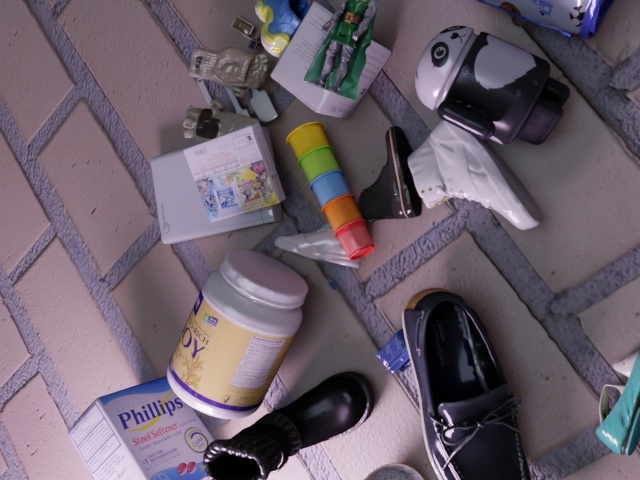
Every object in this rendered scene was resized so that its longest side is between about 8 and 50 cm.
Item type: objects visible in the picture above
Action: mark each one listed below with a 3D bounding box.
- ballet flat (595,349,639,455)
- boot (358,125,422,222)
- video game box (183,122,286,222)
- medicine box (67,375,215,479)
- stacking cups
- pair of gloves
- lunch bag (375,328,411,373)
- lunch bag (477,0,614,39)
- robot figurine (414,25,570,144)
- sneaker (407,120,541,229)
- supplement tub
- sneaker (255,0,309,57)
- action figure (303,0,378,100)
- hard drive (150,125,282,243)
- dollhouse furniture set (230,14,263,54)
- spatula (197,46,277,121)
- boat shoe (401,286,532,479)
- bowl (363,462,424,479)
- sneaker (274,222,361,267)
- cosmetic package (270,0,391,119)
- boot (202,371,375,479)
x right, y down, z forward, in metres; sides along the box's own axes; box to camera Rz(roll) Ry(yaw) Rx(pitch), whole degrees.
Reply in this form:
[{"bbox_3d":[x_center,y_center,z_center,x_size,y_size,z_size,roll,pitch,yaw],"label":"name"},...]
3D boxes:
[{"bbox_3d":[0.564,0.266,1.189,0.087,0.083,0.247,27,103,40],"label":"ballet flat"},{"bbox_3d":[0.131,-0.137,1.415,0.137,0.077,0.197,-11,85,34],"label":"boot"},{"bbox_3d":[-0.201,-0.155,1.529,0.205,0.048,0.187,-13,99,28],"label":"video game box"},{"bbox_3d":[-0.424,0.516,1.631,0.149,0.263,0.289,-46,72,22],"label":"medicine box"},{"bbox_3d":[0.030,-0.107,1.447,0.096,0.096,0.316,-33,74,26],"label":"stacking cups"},{"bbox_3d":[-0.226,-0.338,1.561,0.204,0.042,0.240,7,91,21],"label":"pair of gloves"},{"bbox_3d":[0.172,0.242,1.406,0.065,0.067,0.098,46,111,20],"label":"lunch bag"},{"bbox_3d":[0.415,-0.591,1.156,0.328,0.239,0.385,33,123,23],"label":"lunch bag"},{"bbox_3d":[0.315,-0.290,1.226,0.278,0.209,0.173,27,109,6],"label":"robot figurine"},{"bbox_3d":[0.295,-0.101,1.312,0.169,0.108,0.292,-45,62,24],"label":"sneaker"},{"bbox_3d":[-0.187,0.211,1.503,0.241,0.241,0.331,32,107,24],"label":"supplement tub"},{"bbox_3d":[-0.074,-0.512,1.457,0.126,0.091,0.240,-41,42,31],"label":"sneaker"},{"bbox_3d":[0.053,-0.406,1.283,0.137,0.063,0.232,27,101,26],"label":"action figure"},{"bbox_3d":[-0.268,-0.132,1.645,0.353,0.047,0.232,-10,87,29],"label":"hard drive"},{"bbox_3d":[-0.193,-0.489,1.569,0.114,0.081,0.091,36,108,23],"label":"dollhouse furniture set"},{"bbox_3d":[-0.217,-0.346,1.596,0.168,0.019,0.242,-35,67,19],"label":"spatula"},{"bbox_3d":[0.288,0.328,1.270,0.187,0.156,0.499,-15,81,-7],"label":"boat shoe"},{"bbox_3d":[0.142,0.558,1.412,0.080,0.170,0.170,165,97,-72],"label":"bowl"},{"bbox_3d":[0.000,0.000,1.496,0.212,0.080,0.094,11,85,21],"label":"sneaker"},{"bbox_3d":[0.024,-0.382,1.415,0.151,0.151,0.183,41,111,20],"label":"cosmetic package"},{"bbox_3d":[-0.064,0.419,1.432,0.348,0.260,0.131,-36,75,25],"label":"boot"}]
